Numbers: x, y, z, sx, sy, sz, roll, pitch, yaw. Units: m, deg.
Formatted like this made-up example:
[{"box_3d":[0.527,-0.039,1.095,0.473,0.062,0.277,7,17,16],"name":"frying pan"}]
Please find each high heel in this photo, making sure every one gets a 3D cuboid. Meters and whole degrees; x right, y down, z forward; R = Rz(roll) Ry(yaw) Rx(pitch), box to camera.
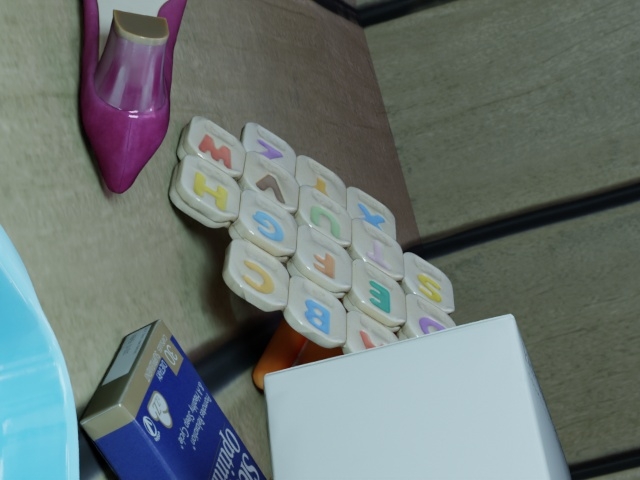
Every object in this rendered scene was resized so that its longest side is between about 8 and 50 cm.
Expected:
[{"box_3d":[-0.140,-0.130,1.165,0.244,0.082,0.117,-115,-144,-62],"name":"high heel"}]

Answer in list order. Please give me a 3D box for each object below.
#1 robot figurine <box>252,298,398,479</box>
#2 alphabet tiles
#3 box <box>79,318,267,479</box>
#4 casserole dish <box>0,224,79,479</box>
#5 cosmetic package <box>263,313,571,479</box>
[{"box_3d":[0.035,0.135,1.393,0.158,0.128,0.219,53,47,-36],"name":"robot figurine"},{"box_3d":[0.000,0.000,1.344,0.284,0.021,0.278,33,26,-16],"name":"alphabet tiles"},{"box_3d":[-0.067,0.171,1.018,0.225,0.036,0.136,60,13,-15],"name":"box"},{"box_3d":[-0.103,0.065,0.431,0.188,0.037,0.114,-99,169,-46],"name":"casserole dish"},{"box_3d":[0.077,0.247,0.815,0.197,0.155,0.366,63,16,-49],"name":"cosmetic package"}]
